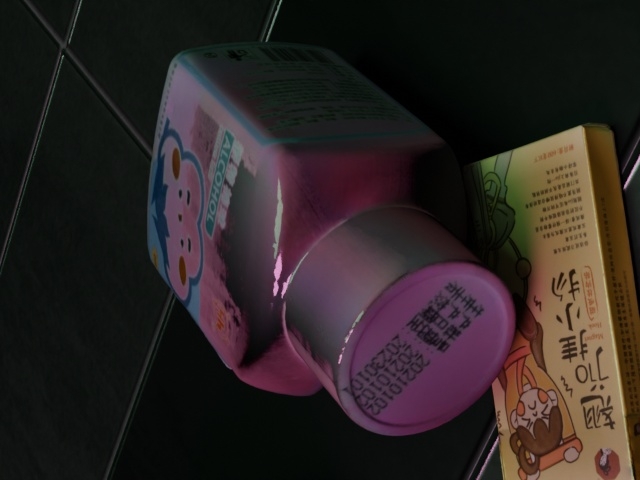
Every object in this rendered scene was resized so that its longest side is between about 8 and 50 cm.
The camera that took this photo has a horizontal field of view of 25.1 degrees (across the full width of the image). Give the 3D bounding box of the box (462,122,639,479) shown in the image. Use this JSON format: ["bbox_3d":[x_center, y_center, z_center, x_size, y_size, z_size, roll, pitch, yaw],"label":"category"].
[{"bbox_3d":[0.094,0.033,0.571,0.073,0.020,0.149,-19,75,51],"label":"box"}]

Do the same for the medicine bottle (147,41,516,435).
[{"bbox_3d":[0.000,0.000,0.617,0.188,0.094,0.119,47,134,50],"label":"medicine bottle"}]
